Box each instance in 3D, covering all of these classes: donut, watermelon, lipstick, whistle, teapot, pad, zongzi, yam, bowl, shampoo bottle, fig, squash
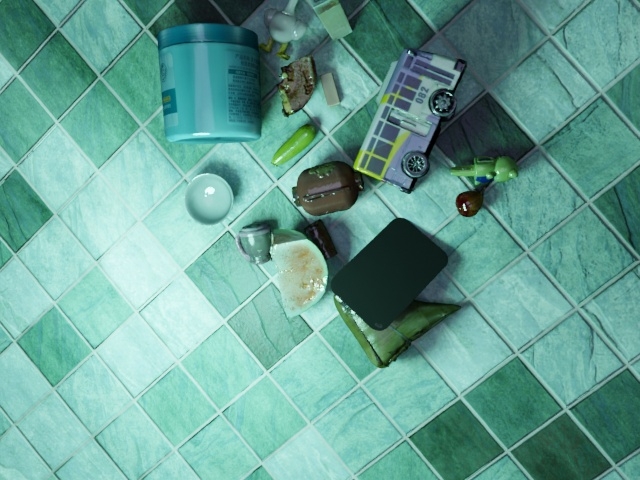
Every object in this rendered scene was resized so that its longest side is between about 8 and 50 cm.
[{"bbox_3d":[-0.073,-0.520,1.905,0.144,0.126,0.187,-12,97,4],"label":"donut"},{"bbox_3d":[-0.086,0.111,1.926,0.224,0.180,0.305,20,129,45],"label":"watermelon"},{"bbox_3d":[0.031,-0.717,1.740,0.079,0.371,0.076,-25,90,11],"label":"lipstick"},{"bbox_3d":[0.545,-0.231,1.836,0.227,0.105,0.085,-3,125,12],"label":"whistle"},{"bbox_3d":[-0.240,0.018,1.992,0.148,0.116,0.146,-8,104,7],"label":"teapot"},{"bbox_3d":[0.209,0.093,1.899,0.375,0.063,0.315,-42,75,-16],"label":"pad"},{"bbox_3d":[0.253,0.212,1.904,0.360,0.160,0.323,-34,87,2],"label":"zongzi"},{"bbox_3d":[-0.001,0.001,1.964,0.079,0.079,0.141,-27,93,11],"label":"yam"},{"bbox_3d":[-0.392,-0.150,2.015,0.188,0.086,0.189,1,96,9],"label":"bowl"},{"bbox_3d":[-0.361,-0.503,1.854,0.331,0.331,0.343,-2,97,10],"label":"shampoo bottle"},{"bbox_3d":[0.516,-0.134,1.864,0.125,0.089,0.089,-29,90,-11],"label":"fig"},{"bbox_3d":[-0.096,-0.331,1.954,0.201,0.066,0.066,-41,87,11],"label":"squash"}]

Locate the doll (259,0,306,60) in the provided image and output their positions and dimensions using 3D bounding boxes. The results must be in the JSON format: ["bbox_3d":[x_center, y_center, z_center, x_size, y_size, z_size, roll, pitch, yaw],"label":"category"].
[{"bbox_3d":[-0.093,-0.810,1.897,0.160,0.094,0.365,27,99,9],"label":"doll"}]

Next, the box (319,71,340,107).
[{"bbox_3d":[0.034,-0.524,1.935,0.048,0.025,0.115,-16,92,6],"label":"box"}]

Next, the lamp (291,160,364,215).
[{"bbox_3d":[0.020,-0.173,1.891,0.257,0.180,0.180,-14,93,10],"label":"lamp"}]

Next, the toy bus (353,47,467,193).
[{"bbox_3d":[0.289,-0.393,1.809,0.249,0.209,0.440,25,101,9],"label":"toy bus"}]
